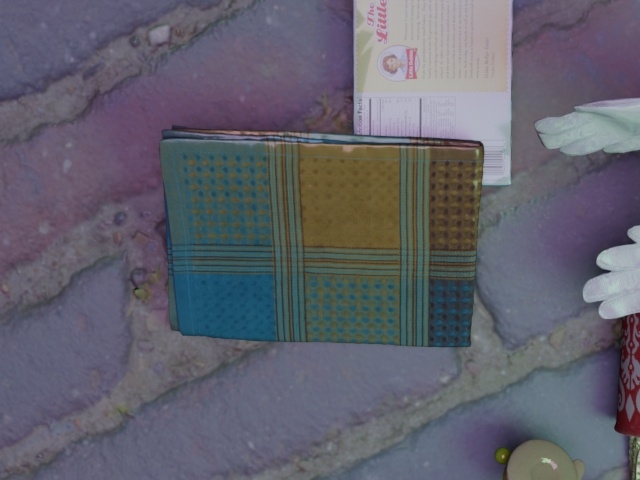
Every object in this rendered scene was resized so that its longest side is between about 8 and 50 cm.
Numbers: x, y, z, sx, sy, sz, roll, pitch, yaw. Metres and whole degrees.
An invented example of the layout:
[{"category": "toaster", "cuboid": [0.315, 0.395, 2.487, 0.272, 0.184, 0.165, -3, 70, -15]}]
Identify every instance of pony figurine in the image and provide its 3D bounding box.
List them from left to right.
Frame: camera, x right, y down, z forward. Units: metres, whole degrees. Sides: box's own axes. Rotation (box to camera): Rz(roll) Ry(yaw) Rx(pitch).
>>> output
[{"category": "pony figurine", "cuboid": [0.435, -0.092, 1.241, 0.351, 0.363, 0.303, -7, 131, 30]}]

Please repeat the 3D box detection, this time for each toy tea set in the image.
[{"category": "toy tea set", "cuboid": [0.311, 0.390, 1.375, 0.336, 0.124, 0.200, 34, 64, 2]}]

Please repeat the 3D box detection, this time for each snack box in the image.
[{"category": "snack box", "cuboid": [0.131, -0.225, 1.397, 0.187, 0.060, 0.322, 1, 95, 5]}]

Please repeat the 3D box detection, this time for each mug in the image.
[{"category": "mug", "cuboid": [0.409, 0.139, 1.366, 0.113, 0.150, 0.169, 0, 90, -23]}]

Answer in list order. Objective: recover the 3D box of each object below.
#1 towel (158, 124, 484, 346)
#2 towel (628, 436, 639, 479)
[{"category": "towel", "cuboid": [0.000, 0.000, 1.402, 0.370, 0.040, 0.271, 2, 114, 2]}, {"category": "towel", "cuboid": [0.426, 0.299, 1.430, 0.110, 0.027, 0.148, -1, 93, 4]}]
